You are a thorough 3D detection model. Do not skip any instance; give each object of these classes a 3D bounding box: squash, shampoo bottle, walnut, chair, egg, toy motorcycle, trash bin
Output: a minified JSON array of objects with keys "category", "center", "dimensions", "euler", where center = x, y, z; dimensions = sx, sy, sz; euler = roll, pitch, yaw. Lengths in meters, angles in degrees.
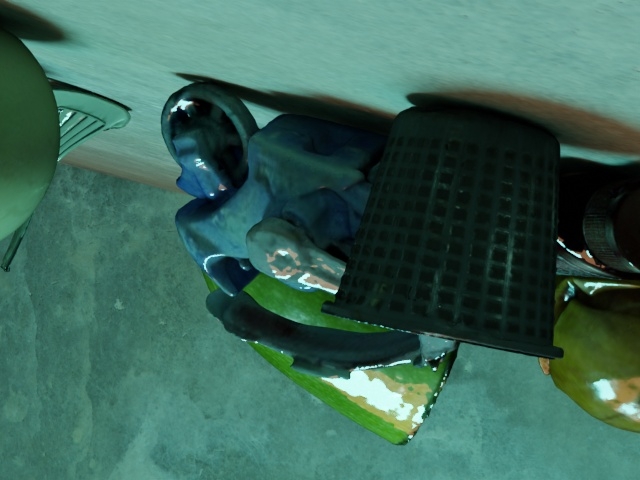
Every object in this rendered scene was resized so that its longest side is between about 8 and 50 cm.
[{"category":"squash","center":[-0.003,0.048,1.466],"dimensions":[0.308,0.310,0.310],"euler":[17,178,-6]},{"category":"shampoo bottle","center":[0.214,-0.013,1.079],"dimensions":[0.129,0.084,0.323],"euler":[22,176,-9]},{"category":"walnut","center":[0.316,0.080,1.297],"dimensions":[0.209,0.209,0.336],"euler":[15,-173,4]},{"category":"chair","center":[-0.388,-0.109,1.582],"dimensions":[0.190,0.275,0.203],"euler":[41,-167,29]},{"category":"egg","center":[-0.329,-0.091,1.080],"dimensions":[0.219,0.219,0.269],"euler":[16,-171,-12]},{"category":"toy motorcycle","center":[-0.011,0.007,1.114],"dimensions":[0.319,0.241,0.182],"euler":[19,-170,22]},{"category":"trash bin","center":[0.100,-0.008,0.907],"dimensions":[0.175,0.161,0.175],"euler":[11,179,0]}]
